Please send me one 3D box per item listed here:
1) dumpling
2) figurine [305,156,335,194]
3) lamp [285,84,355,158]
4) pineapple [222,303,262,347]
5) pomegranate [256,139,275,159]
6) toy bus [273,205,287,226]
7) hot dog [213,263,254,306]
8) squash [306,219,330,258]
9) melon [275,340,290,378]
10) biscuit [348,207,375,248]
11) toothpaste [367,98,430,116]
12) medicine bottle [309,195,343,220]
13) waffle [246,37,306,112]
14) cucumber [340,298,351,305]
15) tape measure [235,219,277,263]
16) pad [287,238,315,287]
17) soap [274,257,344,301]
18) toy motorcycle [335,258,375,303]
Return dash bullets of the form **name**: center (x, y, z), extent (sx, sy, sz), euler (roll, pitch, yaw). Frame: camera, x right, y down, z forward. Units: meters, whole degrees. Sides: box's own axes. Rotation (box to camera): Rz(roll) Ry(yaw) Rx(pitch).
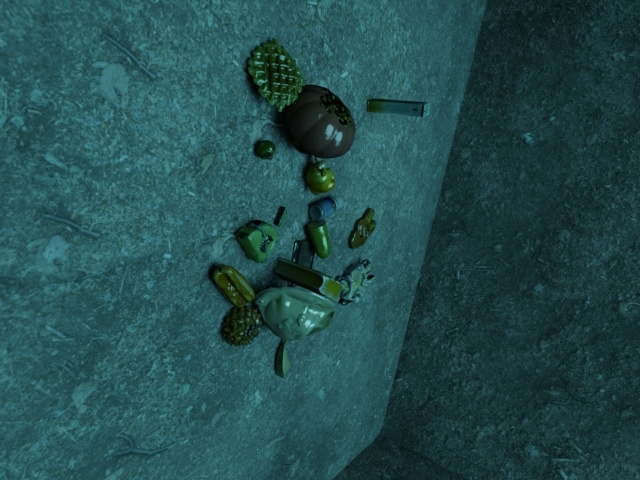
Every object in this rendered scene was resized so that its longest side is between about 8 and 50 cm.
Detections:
- **dumpling**: center (-0.095, 0.285, 1.711), extent (0.395, 0.315, 0.233), euler (46, 30, -39)
- **figurine**: center (-0.007, -0.323, 1.767), extent (0.156, 0.131, 0.247), euler (-78, 160, -77)
- **lamp**: center (-0.011, -0.451, 1.581), extent (0.305, 0.239, 0.306), euler (31, 41, -32)
- **pineapple**: center (-0.286, 0.345, 1.585), extent (0.176, 0.136, 0.161), euler (-61, 146, -20)
- **pomegranate**: center (-0.194, -0.331, 1.482), extent (0.073, 0.084, 0.073), euler (-37, 142, -37)
- **toy bus**: center (-0.165, -0.100, 1.687), extent (0.083, 0.031, 0.037), euler (-68, 156, -10)
- **hot dog**: center (-0.324, 0.169, 1.509), extent (0.102, 0.076, 0.249), euler (-29, 137, -3)
- **squash**: center (0.000, 0.000, 1.911), extent (0.095, 0.095, 0.188), euler (-42, 127, -42)
- **melon**: center (-0.180, 0.569, 1.947), extent (0.098, 0.054, 0.182), euler (-46, 140, -48)
- **biscuit**: center (0.253, -0.060, 2.377), extent (0.295, 0.044, 0.186), euler (-52, 141, -33)
- **toothpaste**: center (0.396, -0.684, 2.062), extent (0.089, 0.312, 0.071), euler (-35, 132, -48)
- **medicine bottle**: center (0.032, -0.159, 1.931), extent (0.203, 0.083, 0.084), euler (-30, 128, -51)
- **waffle**: center (-0.153, -0.580, 1.410), extent (0.214, 0.054, 0.208), euler (46, 69, -24)
- **cucumber**: center (0.150, 0.358, 2.392), extent (0.105, 0.048, 0.048), euler (-19, 119, -51)
- **tape measure**: center (-0.236, 0.000, 1.563), extent (0.154, 0.087, 0.178), euler (-54, 146, -32)
- **pad**: center (-0.084, 0.109, 1.922), extent (0.174, 0.022, 0.233), euler (-3, 106, -58)
- **soap**: center (-0.050, 0.167, 1.737), extent (0.173, 0.274, 0.089), euler (37, 74, -49)
- **toy motorcycle**: center (0.208, 0.255, 2.370), extent (0.340, 0.107, 0.223), euler (-32, 115, -40)
